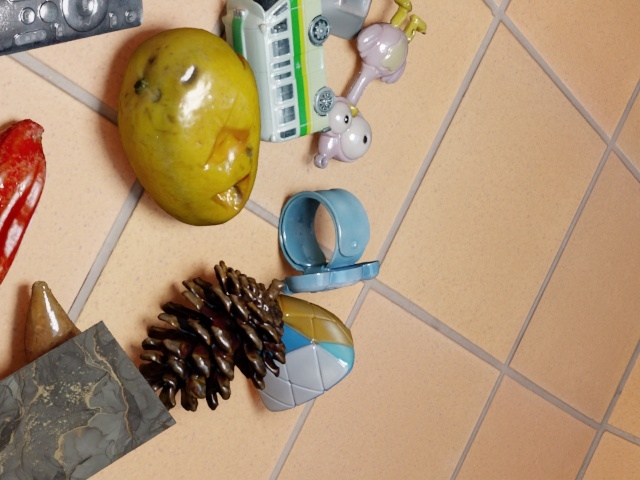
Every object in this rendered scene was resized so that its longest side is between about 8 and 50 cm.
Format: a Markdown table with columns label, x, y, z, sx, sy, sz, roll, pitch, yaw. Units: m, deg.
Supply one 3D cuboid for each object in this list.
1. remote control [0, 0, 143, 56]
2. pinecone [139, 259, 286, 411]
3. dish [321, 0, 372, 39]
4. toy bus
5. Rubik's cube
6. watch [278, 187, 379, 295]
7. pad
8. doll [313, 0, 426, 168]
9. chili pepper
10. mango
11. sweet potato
| label | x | y | z | sx | sy | sz | roll | pitch | yaw |
| --- | --- | --- | --- | --- | --- | --- | --- | --- | --- |
| remote control | -0.425 | -0.331 | 1.543 | 0.377 | 0.044 | 0.107 | -22 | 124 | -38 |
| pinecone | -0.185 | 0.178 | 1.876 | 0.309 | 0.244 | 0.244 | -35 | 130 | -12 |
| dish | 0.058 | -0.499 | 1.948 | 0.181 | 0.080 | 0.243 | 9 | 98 | -47 |
| toy bus | -0.077 | -0.312 | 1.840 | 0.164 | 0.133 | 0.276 | -27 | 123 | -37 |
| Rubik's cube | -0.044 | 0.224 | 2.102 | 0.254 | 0.254 | 0.255 | -20 | 119 | -40 |
| watch | 0.000 | 0.000 | 2.026 | 0.211 | 0.211 | 0.193 | -8 | 90 | -44 |
| pad | -0.442 | 0.309 | 1.682 | 0.367 | 0.007 | 0.248 | -31 | 122 | -5 |
| doll | 0.081 | -0.295 | 2.039 | 0.365 | 0.094 | 0.160 | -63 | 145 | -10 |
| chili pepper | -0.471 | -0.059 | 1.564 | 0.144 | 0.136 | 0.253 | 38 | 68 | -19 |
| mango | -0.206 | -0.176 | 1.746 | 0.253 | 0.182 | 0.365 | -43 | 143 | -28 |
| sweet potato | -0.406 | 0.214 | 1.724 | 0.131 | 0.131 | 0.337 | -27 | 125 | -37 |
